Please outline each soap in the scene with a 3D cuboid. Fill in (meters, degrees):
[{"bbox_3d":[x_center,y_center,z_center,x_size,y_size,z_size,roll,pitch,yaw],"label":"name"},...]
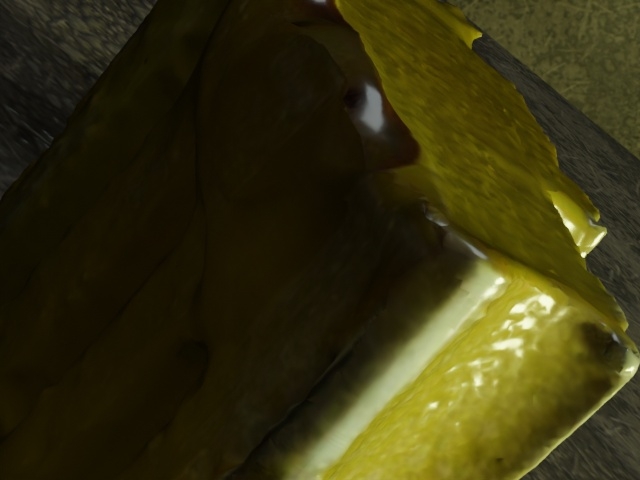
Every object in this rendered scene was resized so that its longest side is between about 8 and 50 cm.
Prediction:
[{"bbox_3d":[-0.045,0.048,0.658,0.143,0.281,0.259,35,19,-29],"label":"soap"}]
